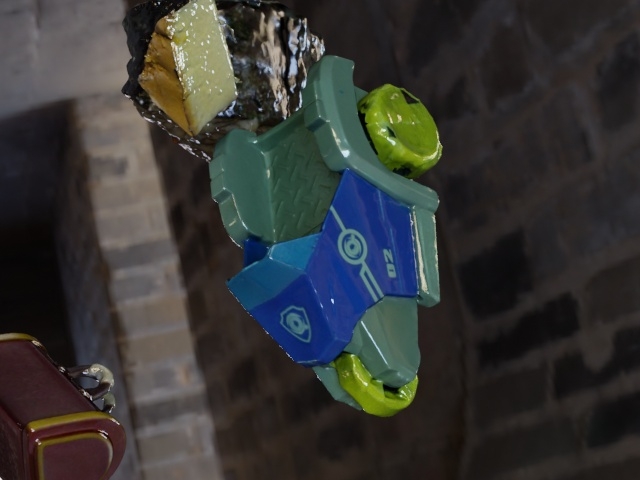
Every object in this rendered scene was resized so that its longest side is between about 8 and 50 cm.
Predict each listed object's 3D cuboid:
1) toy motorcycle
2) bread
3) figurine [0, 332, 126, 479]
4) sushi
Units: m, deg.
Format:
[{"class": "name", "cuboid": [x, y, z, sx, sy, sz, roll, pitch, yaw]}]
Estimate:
[{"class": "toy motorcycle", "cuboid": [0.000, 0.000, 1.335, 0.200, 0.326, 0.191, 24, 136, -37]}, {"class": "bread", "cuboid": [-0.112, -0.172, 1.344, 0.084, 0.080, 0.109, -43, 170, -34]}, {"class": "figurine", "cuboid": [-0.193, 0.109, 0.987, 0.098, 0.082, 0.154, -23, -141, -28]}, {"class": "sushi", "cuboid": [-0.101, -0.180, 1.663, 0.211, 0.171, 0.350, -2, 176, 12]}]
